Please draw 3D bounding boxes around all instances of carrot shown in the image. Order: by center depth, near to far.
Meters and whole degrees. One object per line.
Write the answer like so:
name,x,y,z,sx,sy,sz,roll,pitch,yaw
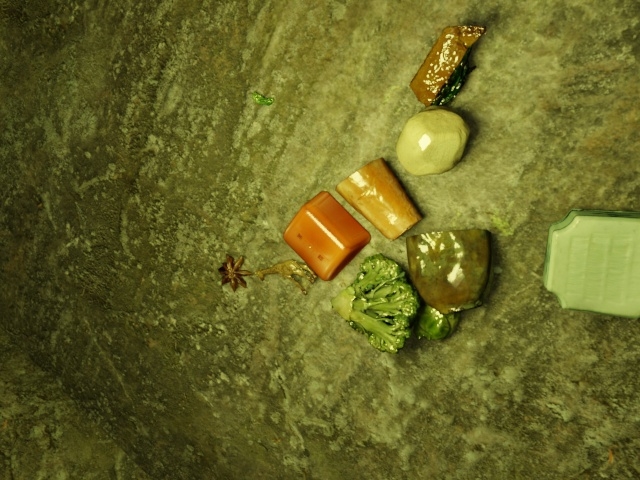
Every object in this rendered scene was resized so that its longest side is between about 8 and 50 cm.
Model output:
carrot,0.193,-0.119,1.354,0.196,0.196,0.254,-37,87,25

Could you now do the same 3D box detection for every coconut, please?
coconut,0.337,-0.292,1.253,0.225,0.224,0.223,5,103,22

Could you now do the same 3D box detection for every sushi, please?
sushi,0.374,-0.511,1.212,0.140,0.149,0.287,35,133,2

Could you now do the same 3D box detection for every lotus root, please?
lotus root,0.397,0.105,1.302,0.267,0.149,0.259,-5,82,28

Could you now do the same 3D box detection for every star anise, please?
star anise,-0.357,0.133,1.712,0.168,0.057,0.167,6,104,23

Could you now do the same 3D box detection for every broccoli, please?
broccoli,0.181,0.206,1.368,0.321,0.284,0.303,33,108,47

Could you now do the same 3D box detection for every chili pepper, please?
chili pepper,-0.215,-0.519,1.529,0.091,0.030,0.034,24,84,15

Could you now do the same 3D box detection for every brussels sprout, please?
brussels sprout,0.393,0.256,1.402,0.139,0.101,0.180,40,120,28

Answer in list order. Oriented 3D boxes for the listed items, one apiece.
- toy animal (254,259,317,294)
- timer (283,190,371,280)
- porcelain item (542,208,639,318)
toy animal,-0.139,0.127,1.611,0.276,0.054,0.149,12,131,18
timer,0.000,0.000,1.509,0.257,0.161,0.250,46,129,8
porcelain item,0.784,0.055,1.153,0.282,0.157,0.285,4,104,24
